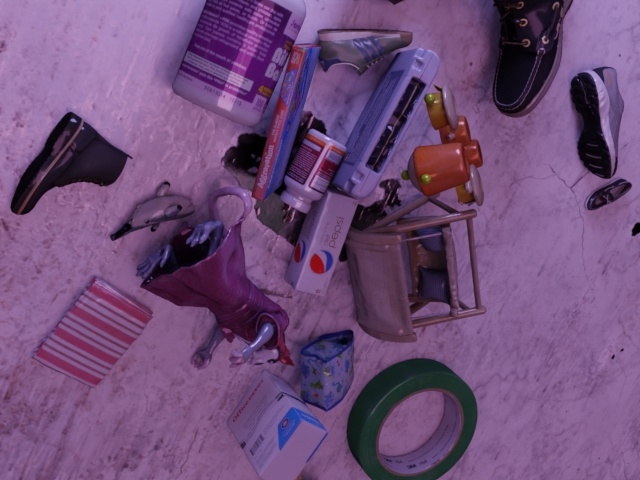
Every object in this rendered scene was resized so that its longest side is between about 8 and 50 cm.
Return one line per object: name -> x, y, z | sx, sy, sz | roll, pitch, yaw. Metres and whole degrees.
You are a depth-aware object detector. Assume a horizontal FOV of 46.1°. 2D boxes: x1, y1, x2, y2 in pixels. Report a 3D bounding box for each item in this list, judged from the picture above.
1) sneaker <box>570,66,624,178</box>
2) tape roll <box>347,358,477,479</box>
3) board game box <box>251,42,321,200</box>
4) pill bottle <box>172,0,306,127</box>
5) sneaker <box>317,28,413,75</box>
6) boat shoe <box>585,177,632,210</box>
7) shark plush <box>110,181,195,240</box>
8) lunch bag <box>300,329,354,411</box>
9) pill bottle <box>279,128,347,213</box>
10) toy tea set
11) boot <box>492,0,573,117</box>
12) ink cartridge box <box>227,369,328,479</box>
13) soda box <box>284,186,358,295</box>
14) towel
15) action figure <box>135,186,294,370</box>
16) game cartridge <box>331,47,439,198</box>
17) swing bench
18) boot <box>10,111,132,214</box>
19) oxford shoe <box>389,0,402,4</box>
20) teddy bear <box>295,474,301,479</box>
sneaker -> 0.654, -0.268, 1.728 | 0.107, 0.100, 0.272 | -25, 117, -20
tape roll -> 0.223, 0.443, 1.808 | 0.321, 0.077, 0.322 | -9, 112, -22
board game box -> -0.063, -0.221, 1.385 | 0.027, 0.145, 0.282 | 19, 108, 4
pill bottle -> -0.125, -0.363, 1.295 | 0.169, 0.169, 0.302 | 19, 101, -29
sneaker -> 0.084, -0.363, 1.453 | 0.192, 0.064, 0.086 | -4, 112, -17
boat shoe -> 0.706, -0.110, 1.842 | 0.125, 0.038, 0.046 | -29, 118, -12
shark plush -> -0.311, -0.034, 1.403 | 0.161, 0.073, 0.067 | -38, 151, -14
lunch bag -> 0.025, 0.278, 1.649 | 0.151, 0.096, 0.129 | -23, 121, -48
pill bottle -> -0.018, -0.135, 1.477 | 0.086, 0.086, 0.152 | 25, 97, -30
toy tea set -> 0.240, -0.160, 1.495 | 0.124, 0.200, 0.336 | -12, 162, 20
boot -> 0.369, -0.454, 1.463 | 0.284, 0.138, 0.378 | 12, 100, -46
ink cartridge box -> -0.094, 0.390, 1.572 | 0.085, 0.203, 0.148 | 33, 94, -32
soda box -> 0.000, 0.000, 1.546 | 0.073, 0.069, 0.216 | 14, 102, -27
towel -> -0.435, 0.179, 1.442 | 0.144, 0.029, 0.197 | 38, 93, -31
action figure -> -0.168, 0.114, 1.472 | 0.370, 0.248, 0.276 | 45, 62, -31
game cartridge -> 0.116, -0.224, 1.440 | 0.060, 0.196, 0.294 | 27, 95, -18
swing bench -> 0.195, 0.061, 1.602 | 0.254, 0.165, 0.254 | -20, 116, -16
boot -> -0.432, -0.104, 1.312 | 0.137, 0.077, 0.198 | 35, 93, -35
oxford shoe -> 0.165, -0.509, 1.436 | 0.271, 0.097, 0.098 | -11, 148, -28
teddy bear -> -0.129, 0.671, 1.715 | 0.338, 0.113, 0.245 | -36, 117, -9
